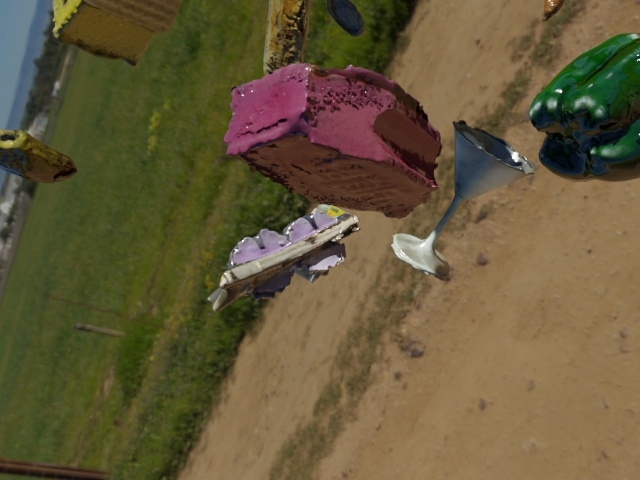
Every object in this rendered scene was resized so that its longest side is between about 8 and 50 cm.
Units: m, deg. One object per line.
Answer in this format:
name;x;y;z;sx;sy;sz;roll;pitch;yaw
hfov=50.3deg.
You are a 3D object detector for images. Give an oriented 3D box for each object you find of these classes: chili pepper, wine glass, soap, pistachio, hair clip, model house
chili pepper;0.500;-0.218;1.155;0.233;0.257;0.248;65;163;-8
wine glass;0.218;-0.059;1.100;0.232;0.156;0.156;-60;29;24
soap;0.040;-0.116;0.861;0.182;0.289;0.112;-6;72;36
pistachio;-0.378;-0.108;0.822;0.089;0.173;0.049;-5;65;54
hair clip;-0.054;0.022;1.067;0.106;0.292;0.084;55;147;14
model house;-0.383;-0.474;1.310;0.234;0.193;0.174;-18;68;44

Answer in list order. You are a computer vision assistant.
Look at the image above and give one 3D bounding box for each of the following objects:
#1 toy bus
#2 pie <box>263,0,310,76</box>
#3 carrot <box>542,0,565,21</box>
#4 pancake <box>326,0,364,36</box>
toy bus;0.000;0.000;1.624;0.092;0.106;0.268;-62;-1;29
pie;-0.081;-0.523;1.681;0.129;0.068;0.282;16;107;29
carrot;0.426;-0.476;1.169;0.057;0.057;0.224;1;68;64
pancake;0.050;-0.463;1.391;0.011;0.115;0.115;-42;21;-14
